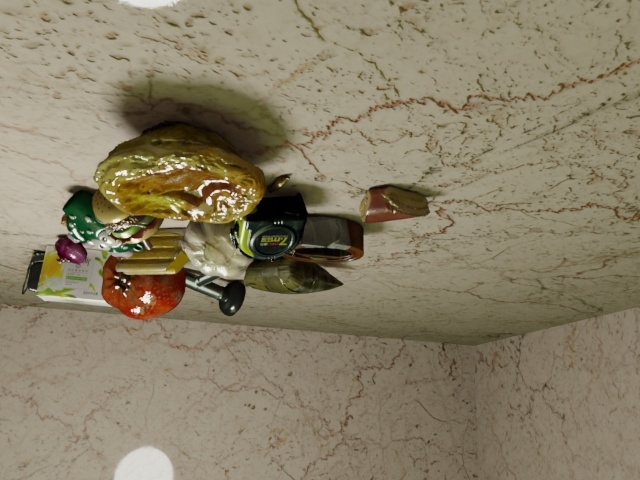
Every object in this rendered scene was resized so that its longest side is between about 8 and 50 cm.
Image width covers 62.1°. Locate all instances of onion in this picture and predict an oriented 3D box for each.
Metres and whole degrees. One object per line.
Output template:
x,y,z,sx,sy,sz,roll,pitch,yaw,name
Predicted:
-0.872,0.041,1.849,0.115,0.104,0.115,36,160,15,onion

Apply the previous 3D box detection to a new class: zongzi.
-0.095,0.142,1.971,0.286,0.139,0.300,-9,160,40,zongzi

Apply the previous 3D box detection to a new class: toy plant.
-0.598,-0.038,1.494,0.243,0.113,0.232,21,137,-15,toy plant

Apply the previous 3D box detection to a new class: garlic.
-0.283,-0.008,1.542,0.218,0.219,0.212,4,-160,-1,garlic

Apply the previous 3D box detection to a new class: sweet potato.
-0.108,-0.135,1.308,0.026,0.026,0.115,14,161,-29,sweet potato

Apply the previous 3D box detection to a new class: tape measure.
-0.140,-0.037,1.381,0.199,0.112,0.186,-1,137,-20,tape measure

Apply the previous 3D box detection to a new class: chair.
-1.093,0.138,2.116,0.140,0.145,0.221,13,158,-28,chair

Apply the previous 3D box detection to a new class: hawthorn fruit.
-0.606,0.147,1.914,0.287,0.287,0.330,-4,174,20,hawthorn fruit

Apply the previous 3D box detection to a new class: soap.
-0.534,0.036,1.714,0.232,0.140,0.073,-2,164,14,soap

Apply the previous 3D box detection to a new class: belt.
0.000,0.000,1.569,0.261,0.105,0.184,7,159,-9,belt

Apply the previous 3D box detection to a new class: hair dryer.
-0.416,0.196,2.172,0.284,0.156,0.320,1,156,43,hair dryer

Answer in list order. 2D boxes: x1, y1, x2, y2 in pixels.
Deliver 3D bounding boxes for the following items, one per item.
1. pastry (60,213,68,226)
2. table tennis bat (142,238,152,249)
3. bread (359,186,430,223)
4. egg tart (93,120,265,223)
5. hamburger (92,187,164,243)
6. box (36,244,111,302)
-0.685,-0.058,1.593,0.087,0.063,0.169,-15,158,39,pastry
-0.515,-0.072,1.594,0.107,0.119,0.170,13,139,26,table tennis bat
0.164,-0.085,1.339,0.192,0.067,0.119,-8,158,31,bread
-0.287,-0.144,1.121,0.351,0.150,0.352,-3,161,-1,egg tart
-0.480,-0.085,1.313,0.175,0.175,0.137,-4,148,22,hamburger
-0.894,0.134,1.986,0.260,0.195,0.111,5,162,-8,box
